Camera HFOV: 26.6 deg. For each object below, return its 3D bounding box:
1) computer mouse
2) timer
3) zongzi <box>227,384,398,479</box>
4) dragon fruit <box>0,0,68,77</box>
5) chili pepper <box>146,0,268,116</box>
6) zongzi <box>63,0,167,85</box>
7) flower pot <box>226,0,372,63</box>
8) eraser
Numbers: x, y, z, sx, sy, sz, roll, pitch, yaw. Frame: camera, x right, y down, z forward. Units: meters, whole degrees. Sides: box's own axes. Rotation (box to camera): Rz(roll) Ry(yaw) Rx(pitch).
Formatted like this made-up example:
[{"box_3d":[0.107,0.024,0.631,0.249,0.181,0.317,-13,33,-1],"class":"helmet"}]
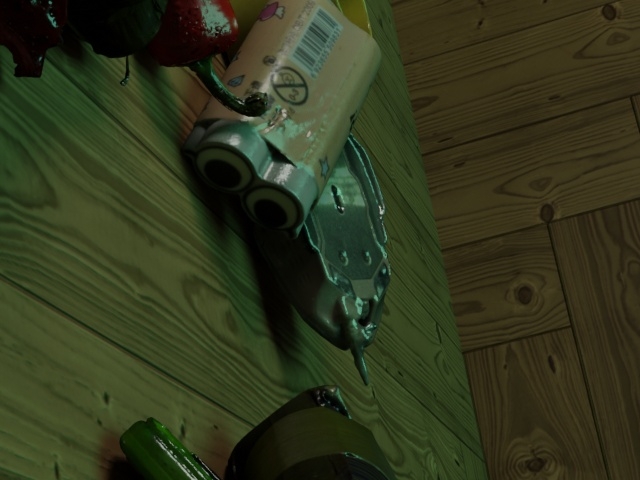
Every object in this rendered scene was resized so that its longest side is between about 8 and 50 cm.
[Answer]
[{"box_3d":[-0.005,0.001,1.702,0.199,0.115,0.389,0,72,-50],"class":"computer mouse"},{"box_3d":[-0.106,0.208,1.128,0.128,0.047,0.140,41,-10,27],"class":"timer"},{"box_3d":[0.044,0.323,1.281,0.317,0.154,0.289,58,2,-14],"class":"zongzi"},{"box_3d":[-0.255,-0.196,1.074,0.063,0.097,0.131,-14,114,-52],"class":"dragon fruit"},{"box_3d":[-0.170,-0.299,1.445,0.110,0.110,0.387,-47,114,-74],"class":"chili pepper"},{"box_3d":[-0.162,-0.211,1.161,0.241,0.111,0.248,38,-14,35],"class":"zongzi"},{"box_3d":[-0.038,-0.291,1.795,0.195,0.179,0.195,-16,90,-75],"class":"flower pot"},{"box_3d":[-0.035,-0.159,1.593,0.171,0.087,0.290,38,48,-16],"class":"eraser"}]
